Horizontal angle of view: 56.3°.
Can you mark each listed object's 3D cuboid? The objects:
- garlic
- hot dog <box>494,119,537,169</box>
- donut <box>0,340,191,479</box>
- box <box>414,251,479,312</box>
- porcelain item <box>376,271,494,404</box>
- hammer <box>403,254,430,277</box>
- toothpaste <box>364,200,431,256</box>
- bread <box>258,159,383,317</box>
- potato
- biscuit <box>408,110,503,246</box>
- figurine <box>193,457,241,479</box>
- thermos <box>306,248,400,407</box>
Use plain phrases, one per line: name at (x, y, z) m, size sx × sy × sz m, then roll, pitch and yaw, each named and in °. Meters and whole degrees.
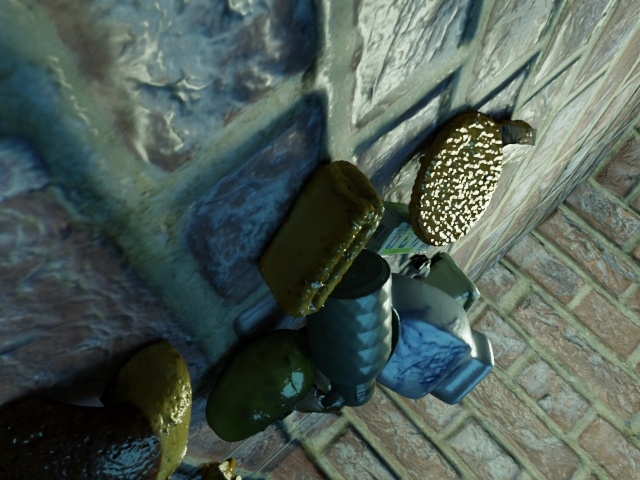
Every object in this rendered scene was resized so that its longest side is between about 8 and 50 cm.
garlic at (-0.029, 0.289, 1.305) m, size 0.214 × 0.191 × 0.160 m, roll -38°, pitch 140°, yaw 20°
hot dog at (0.365, -0.192, 1.220) m, size 0.131 × 0.069 × 0.253 m, roll -44°, pitch 161°, yaw 31°
donut at (-0.247, 0.223, 0.706) m, size 0.295 × 0.151 × 0.112 m, roll -21°, pitch 141°, yaw -49°
box at (0.356, 0.186, 1.887) m, size 0.183 × 0.175 × 0.311 m, roll -32°, pitch 160°, yaw -9°
porcelain item at (0.185, 0.203, 1.261) m, size 0.405 × 0.178 × 0.242 m, roll 32°, pitch 107°, yaw -36°
hammer at (0.138, 0.190, 1.612) m, size 0.427 × 0.044 × 0.152 m, roll -43°, pitch 161°, yaw -3°
toothpaste at (0.164, -0.021, 1.162) m, size 0.081 × 0.067 × 0.337 m, roll -51°, pitch 161°, yaw 17°
bread at (0.000, 0.000, 0.792) m, size 0.083 × 0.113 × 0.211 m, roll -1°, pitch 137°, yaw -42°
potato at (-0.106, 0.265, 1.088) m, size 0.248 × 0.143 × 0.169 m, roll -47°, pitch 148°, yaw 12°
biscuit at (0.239, -0.105, 1.052) m, size 0.254 × 0.035 × 0.253 m, roll -26°, pitch 130°, yaw -35°
figurine at (-0.303, 0.659, 1.649) m, size 0.176 × 0.121 × 0.122 m, roll -33°, pitch -169°, yaw 10°
thermos at (0.061, 0.153, 1.028) m, size 0.182 × 0.145 × 0.286 m, roll -28°, pitch 130°, yaw -29°
